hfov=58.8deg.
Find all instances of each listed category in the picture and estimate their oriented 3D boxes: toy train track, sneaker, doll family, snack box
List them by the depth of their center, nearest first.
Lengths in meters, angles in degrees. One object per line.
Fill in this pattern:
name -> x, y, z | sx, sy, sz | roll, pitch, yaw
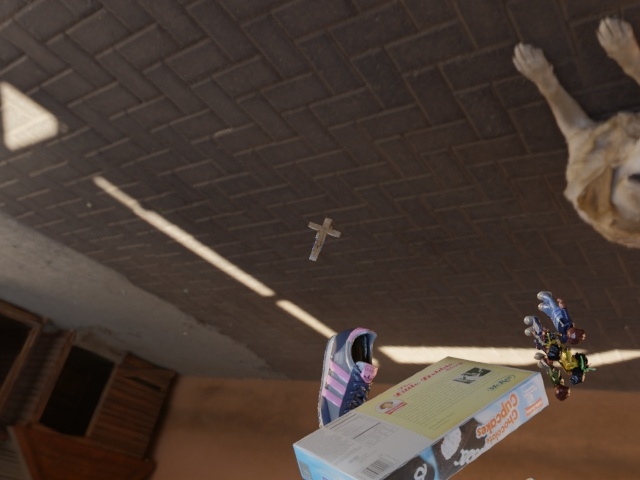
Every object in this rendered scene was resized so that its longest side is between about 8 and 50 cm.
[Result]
snack box -> 0.144, 0.263, 0.808 | 0.322, 0.060, 0.187 | -20, -172, -30
toy train track -> 0.000, 0.000, 0.814 | 0.048, 0.083, 0.014 | 20, 137, 3
doll family -> 0.380, 0.172, 0.904 | 0.076, 0.111, 0.192 | -24, 115, 11
sneaker -> 0.074, 0.352, 1.355 | 0.112, 0.318, 0.131 | 27, 139, -33

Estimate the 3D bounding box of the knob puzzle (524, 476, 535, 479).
knob puzzle -> 0.457, 0.668, 1.293 | 0.213, 0.213, 0.030 | -5, 169, 38
